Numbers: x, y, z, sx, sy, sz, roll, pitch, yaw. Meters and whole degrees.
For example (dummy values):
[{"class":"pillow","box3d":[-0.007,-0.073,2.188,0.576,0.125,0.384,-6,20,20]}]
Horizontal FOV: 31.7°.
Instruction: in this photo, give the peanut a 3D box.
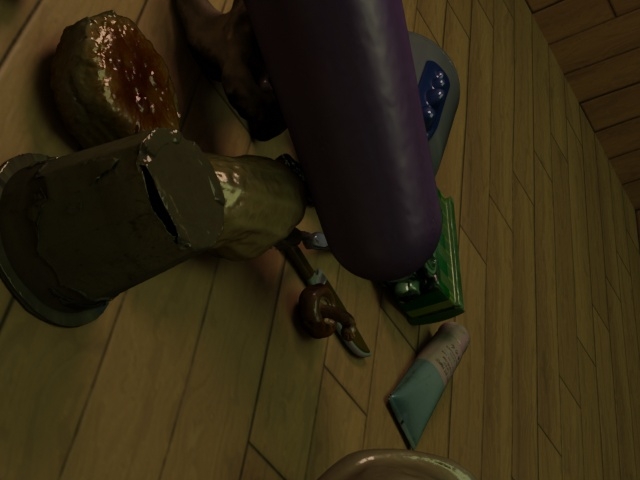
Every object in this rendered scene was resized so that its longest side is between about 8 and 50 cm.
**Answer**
[{"class":"peanut","box3d":[-0.131,-0.048,1.529,0.313,0.152,0.152,-2,74,-64]}]

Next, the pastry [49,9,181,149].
[{"class":"pastry","box3d":[-0.259,-0.189,1.423,0.192,0.093,0.182,47,37,-42]}]

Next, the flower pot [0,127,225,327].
[{"class":"flower pot","box3d":[-0.232,-0.029,1.254,0.212,0.203,0.212,37,43,-44]}]

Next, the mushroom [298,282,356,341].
[{"class":"mushroom","box3d":[0.006,0.120,1.747,0.129,0.073,0.088,49,-16,52]}]

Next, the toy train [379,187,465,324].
[{"class":"toy train","box3d":[0.179,0.001,2.132,0.202,0.120,0.300,45,35,-48]}]

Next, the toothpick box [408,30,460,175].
[{"class":"toothpick box","box3d":[0.120,-0.208,1.982,0.263,0.263,0.354,59,27,-23]}]

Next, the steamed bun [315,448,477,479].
[{"class":"steamed bun","box3d":[0.042,0.407,1.455,0.324,0.219,0.309,8,103,-57]}]

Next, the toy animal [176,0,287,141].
[{"class":"toy animal","box3d":[-0.071,-0.282,1.759,0.344,0.194,0.302,20,49,-54]}]

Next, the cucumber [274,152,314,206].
[{"class":"cucumber","box3d":[-0.028,-0.096,1.866,0.181,0.053,0.053,30,47,-55]}]

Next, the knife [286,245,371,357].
[{"class":"knife","box3d":[0.002,0.071,1.836,0.343,0.027,0.061,58,24,-25]}]

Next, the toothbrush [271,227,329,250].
[{"class":"toothbrush","box3d":[0.000,0.000,1.828,0.035,0.042,0.413,68,17,9]}]

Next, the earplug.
[{"class":"earplug","box3d":[0.054,-0.160,1.589,0.215,0.215,0.455,-43,120,-62]}]

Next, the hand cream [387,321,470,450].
[{"class":"hand cream","box3d":[0.197,0.256,2.075,0.312,0.070,0.111,-44,114,-54]}]
